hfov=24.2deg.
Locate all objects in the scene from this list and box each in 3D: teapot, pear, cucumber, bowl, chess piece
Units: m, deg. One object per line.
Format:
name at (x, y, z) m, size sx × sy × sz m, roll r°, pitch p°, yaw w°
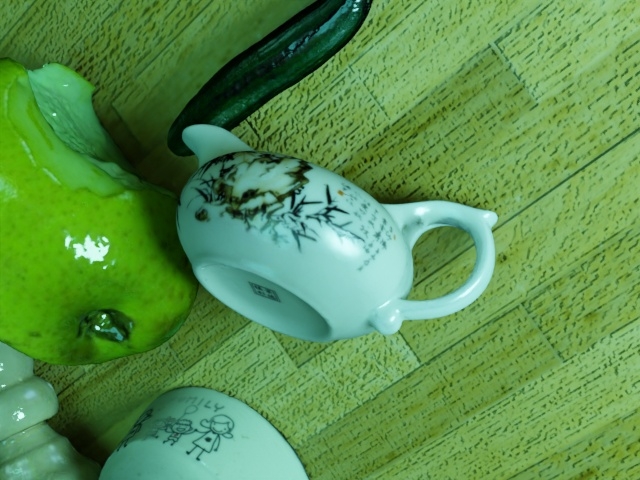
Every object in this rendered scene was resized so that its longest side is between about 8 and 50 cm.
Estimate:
teapot at (0.000, 0.000, 1.265) m, size 0.300 × 0.165 × 0.208 m, roll 11°, pitch 145°, yaw 13°
pear at (-0.233, -0.018, 1.351) m, size 0.282 × 0.286 × 0.176 m, roll 46°, pitch 108°, yaw 10°
cucumber at (-0.050, -0.145, 1.295) m, size 0.284 × 0.056 × 0.056 m, roll -34°, pitch 88°, yaw 39°
bowl at (-0.129, 0.277, 1.481) m, size 0.238 × 0.126 × 0.237 m, roll 13°, pitch 116°, yaw 28°
chess piece at (-0.323, 0.207, 1.585) m, size 0.143 × 0.143 × 0.260 m, roll -29°, pitch 87°, yaw 39°
